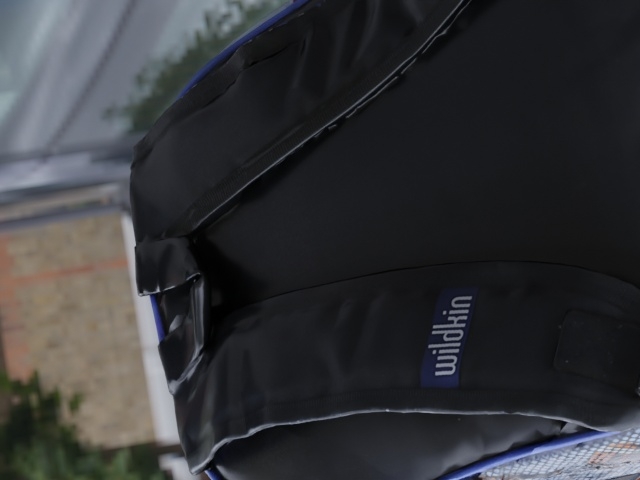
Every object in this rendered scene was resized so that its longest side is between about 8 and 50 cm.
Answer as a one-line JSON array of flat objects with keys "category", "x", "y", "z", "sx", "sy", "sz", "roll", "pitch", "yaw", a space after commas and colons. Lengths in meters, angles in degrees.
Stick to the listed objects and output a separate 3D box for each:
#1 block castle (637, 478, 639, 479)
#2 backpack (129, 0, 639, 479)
[{"category": "block castle", "x": 0.040, "y": 0.195, "z": 1.027, "sx": 0.453, "sy": 0.213, "sz": 0.303, "roll": -34, "pitch": -171, "yaw": -35}, {"category": "backpack", "x": 0.060, "y": -0.003, "z": 0.773, "sx": 0.263, "sy": 0.277, "sz": 0.213, "roll": -21, "pitch": 153, "yaw": 27}]
